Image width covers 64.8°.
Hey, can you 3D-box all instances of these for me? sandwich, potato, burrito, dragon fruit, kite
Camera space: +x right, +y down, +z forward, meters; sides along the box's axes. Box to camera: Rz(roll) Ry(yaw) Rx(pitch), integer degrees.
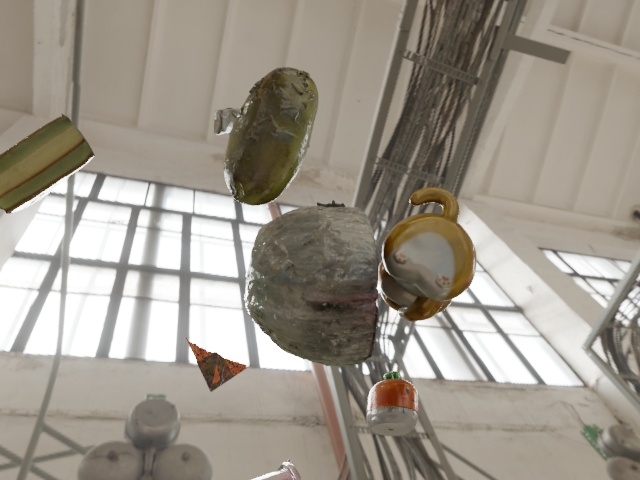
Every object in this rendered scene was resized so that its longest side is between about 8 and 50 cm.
[{"bbox_3d":[-0.423,-0.123,0.780,0.163,0.113,0.079,-35,-73,0],"label":"sandwich"},{"bbox_3d":[-0.084,-0.171,0.832,0.113,0.149,0.251,37,-103,-52],"label":"potato"},{"bbox_3d":[-0.225,-0.307,1.282,0.064,0.203,0.064,3,-72,10],"label":"burrito"},{"bbox_3d":[-0.022,0.086,0.870,0.221,0.204,0.283,5,-73,-2],"label":"dragon fruit"},{"bbox_3d":[-0.295,0.366,1.411,0.222,0.125,0.008,32,-50,-27],"label":"kite"}]

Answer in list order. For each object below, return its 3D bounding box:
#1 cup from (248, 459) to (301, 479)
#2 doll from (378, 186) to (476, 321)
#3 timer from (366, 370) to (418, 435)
[{"bbox_3d":[-0.138,0.425,0.599,0.273,0.253,0.253,-5,-59,-19],"label":"cup"},{"bbox_3d":[0.186,0.053,0.930,0.162,0.166,0.270,-47,-15,-27],"label":"doll"},{"bbox_3d":[0.151,0.332,1.043,0.099,0.136,0.136,32,-71,-19],"label":"timer"}]
